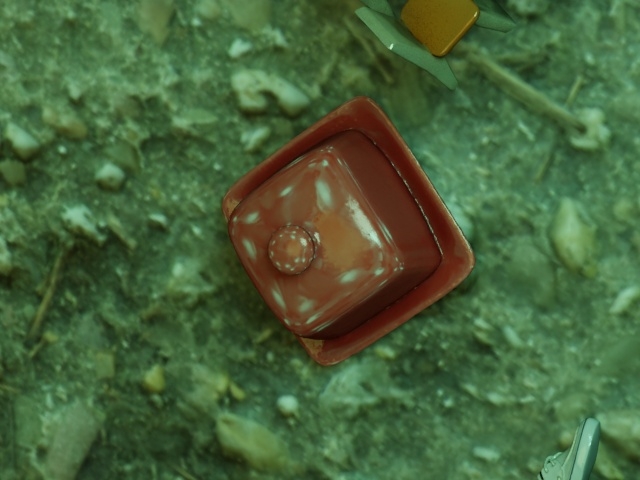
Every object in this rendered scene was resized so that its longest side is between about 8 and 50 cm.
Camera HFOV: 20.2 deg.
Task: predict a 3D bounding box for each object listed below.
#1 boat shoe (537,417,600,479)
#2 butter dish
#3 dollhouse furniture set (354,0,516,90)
[{"bbox_3d":[0.172,0.169,1.278,0.035,0.035,0.100,20,111,18],"label":"boat shoe"},{"bbox_3d":[0.000,0.000,1.287,0.160,0.118,0.160,-35,82,25],"label":"butter dish"},{"bbox_3d":[0.081,-0.276,1.157,0.262,0.135,0.259,-47,58,15],"label":"dollhouse furniture set"}]
